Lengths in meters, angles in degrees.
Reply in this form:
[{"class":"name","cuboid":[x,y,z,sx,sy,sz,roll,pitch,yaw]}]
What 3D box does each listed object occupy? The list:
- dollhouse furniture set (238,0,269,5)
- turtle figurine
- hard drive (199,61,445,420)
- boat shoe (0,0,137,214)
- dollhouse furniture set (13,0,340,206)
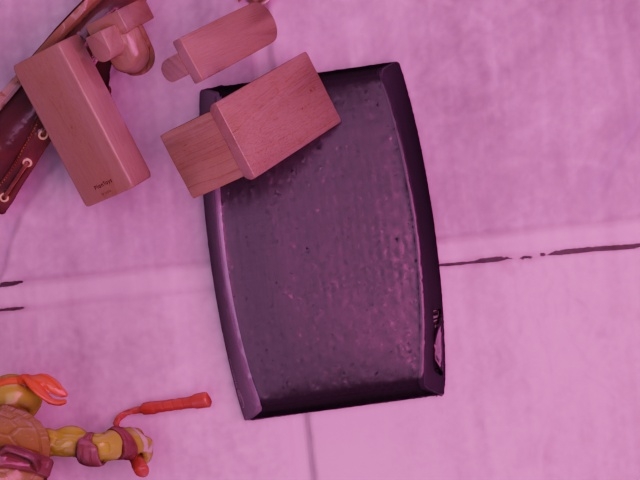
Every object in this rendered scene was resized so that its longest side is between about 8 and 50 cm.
[{"class":"dollhouse furniture set","cuboid":[-0.017,-0.245,1.341,0.152,0.058,0.076,-37,87,1]},{"class":"turtle figurine","cuboid":[-0.213,0.177,1.280,0.270,0.087,0.217,-1,57,-2]},{"class":"hard drive","cuboid":[0.000,0.000,1.336,0.172,0.054,0.254,-8,88,3]},{"class":"boat shoe","cuboid":[-0.194,-0.111,1.343,0.073,0.073,0.207,43,99,-4]},{"class":"dollhouse furniture set","cuboid":[-0.102,-0.106,1.294,0.151,0.123,0.144,-21,99,37]}]
